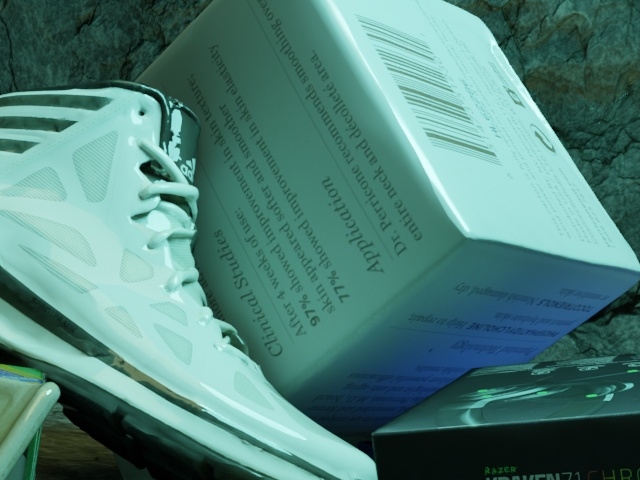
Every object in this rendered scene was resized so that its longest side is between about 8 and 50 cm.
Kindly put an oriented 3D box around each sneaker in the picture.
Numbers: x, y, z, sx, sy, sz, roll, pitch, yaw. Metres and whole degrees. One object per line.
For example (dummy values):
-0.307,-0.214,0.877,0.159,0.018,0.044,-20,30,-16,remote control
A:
-0.114,0.021,0.962,0.447,0.257,0.169,28,-20,12,sneaker

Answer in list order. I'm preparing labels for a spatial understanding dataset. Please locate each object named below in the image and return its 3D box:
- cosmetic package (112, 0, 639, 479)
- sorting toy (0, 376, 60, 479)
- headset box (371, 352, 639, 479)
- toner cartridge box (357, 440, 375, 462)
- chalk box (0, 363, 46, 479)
0.000,0.000,1.189,0.394,0.329,0.327,-40,-27,26,cosmetic package
-0.243,0.116,0.568,0.208,0.193,0.038,5,-46,25,sorting toy
0.189,0.150,0.820,0.246,0.131,0.283,-8,0,19,headset box
0.217,0.238,1.141,0.348,0.075,0.165,9,-3,-20,toner cartridge box
-0.228,0.137,0.731,0.132,0.132,0.213,8,-3,-10,chalk box
